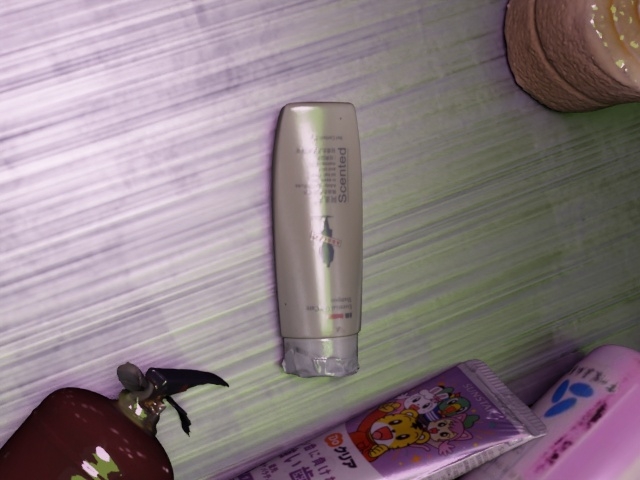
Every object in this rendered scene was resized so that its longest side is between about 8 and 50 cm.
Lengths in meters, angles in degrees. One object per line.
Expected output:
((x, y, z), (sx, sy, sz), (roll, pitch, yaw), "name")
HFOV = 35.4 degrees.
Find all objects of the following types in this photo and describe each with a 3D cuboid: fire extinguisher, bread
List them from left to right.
((-0.199, 0.212, 0.701), (0.114, 0.135, 0.337), (35, 80, 29), "fire extinguisher")
((0.238, -0.180, 0.796), (0.148, 0.141, 0.134), (-44, 103, -12), "bread")

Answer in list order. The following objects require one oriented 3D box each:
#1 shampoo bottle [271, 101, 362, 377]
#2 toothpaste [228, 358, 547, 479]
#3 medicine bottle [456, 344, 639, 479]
((0.000, 0.000, 0.780), (0.072, 0.049, 0.212), (-5, 93, -20), "shampoo bottle")
((0.020, 0.180, 0.768), (0.299, 0.114, 0.073), (-25, 118, -10), "toothpaste")
((0.189, 0.213, 0.786), (0.254, 0.152, 0.152), (-40, 101, -11), "medicine bottle")
